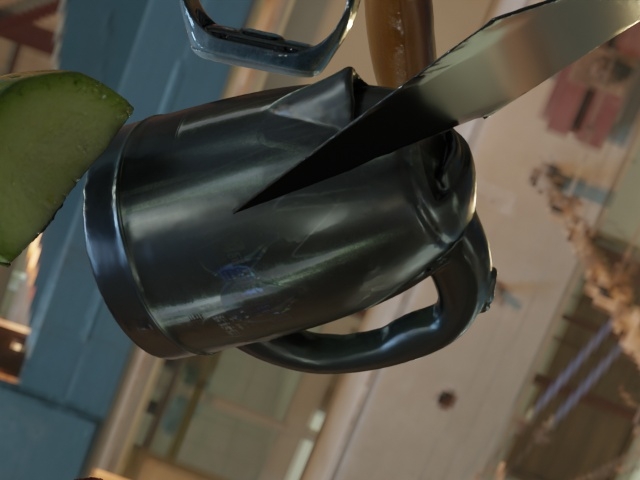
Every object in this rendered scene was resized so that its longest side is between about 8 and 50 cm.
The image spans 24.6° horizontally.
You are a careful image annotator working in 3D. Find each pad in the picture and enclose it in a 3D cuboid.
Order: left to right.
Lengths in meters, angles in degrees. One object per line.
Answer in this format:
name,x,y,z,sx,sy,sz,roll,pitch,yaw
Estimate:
pad,0.110,-0.108,0.986,0.248,0.007,0.367,-21,175,-29

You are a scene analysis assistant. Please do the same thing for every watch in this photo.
watch,-0.051,-0.276,1.557,0.206,0.193,0.068,13,-163,10

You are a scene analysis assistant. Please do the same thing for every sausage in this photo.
sausage,0.115,-0.303,2.110,0.105,0.274,0.105,-5,-135,5

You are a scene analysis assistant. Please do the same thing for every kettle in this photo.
kettle,0.000,0.000,1.334,0.324,0.321,0.228,-14,-148,24

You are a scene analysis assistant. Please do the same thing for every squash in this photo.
squash,-0.286,-0.093,1.241,0.184,0.192,0.085,24,157,30

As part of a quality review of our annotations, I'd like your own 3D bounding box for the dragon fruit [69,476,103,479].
dragon fruit,-0.380,0.404,2.111,0.162,0.083,0.106,-16,-113,-8
